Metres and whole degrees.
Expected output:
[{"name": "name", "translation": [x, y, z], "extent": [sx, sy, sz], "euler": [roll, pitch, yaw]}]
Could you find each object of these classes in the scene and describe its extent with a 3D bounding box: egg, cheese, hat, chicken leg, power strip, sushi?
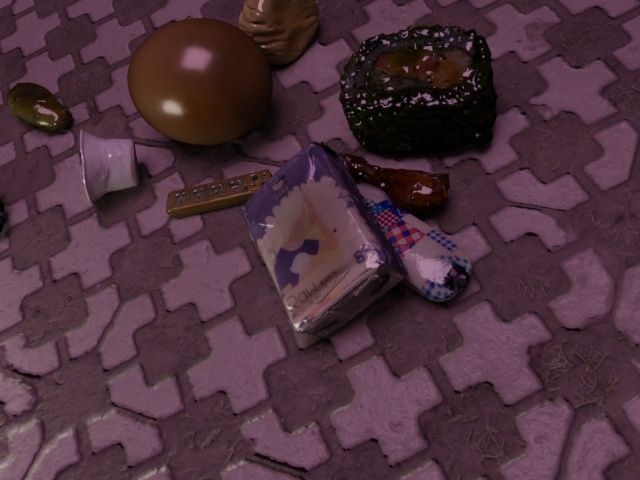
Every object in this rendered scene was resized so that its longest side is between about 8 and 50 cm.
[{"name": "egg", "translation": [-0.295, -0.383, 1.831], "extent": [0.373, 0.301, 0.301], "euler": [7, 60, 21]}, {"name": "cheese", "translation": [-0.109, -0.576, 1.959], "extent": [0.117, 0.214, 0.226], "euler": [29, 77, 35]}, {"name": "hat", "translation": [-0.516, -0.185, 1.867], "extent": [0.126, 0.203, 0.203], "euler": [-5, 55, -8]}, {"name": "chicken leg", "translation": [0.152, -0.134, 1.672], "extent": [0.113, 0.093, 0.304], "euler": [-30, 39, -35]}, {"name": "power strip", "translation": [-0.231, -0.112, 1.793], "extent": [0.305, 0.044, 0.064], "euler": [-12, 54, 9]}, {"name": "sushi", "translation": [0.224, -0.350, 1.725], "extent": [0.351, 0.178, 0.294], "euler": [1, 56, 21]}]

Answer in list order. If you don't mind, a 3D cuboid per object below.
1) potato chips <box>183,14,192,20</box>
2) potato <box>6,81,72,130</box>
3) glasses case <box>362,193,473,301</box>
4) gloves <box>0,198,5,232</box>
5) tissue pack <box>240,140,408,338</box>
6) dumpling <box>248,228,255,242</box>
[{"name": "potato chips", "translation": [-0.413, -0.554, 2.150], "extent": [0.092, 0.028, 0.207], "euler": [33, 74, 31]}, {"name": "potato", "translation": [-0.783, -0.369, 2.104], "extent": [0.225, 0.090, 0.117], "euler": [31, 65, 24]}, {"name": "glasses case", "translation": [0.168, 0.008, 1.570], "extent": [0.125, 0.076, 0.327], "euler": [-45, 56, -13]}, {"name": "gloves", "translation": [-0.875, -0.074, 1.951], "extent": [0.129, 0.106, 0.181], "euler": [-25, 26, -2]}, {"name": "tissue pack", "translation": [0.000, 0.000, 1.550], "extent": [0.242, 0.125, 0.344], "euler": [-40, 58, 20]}, {"name": "dumpling", "translation": [-0.139, -0.020, 1.695], "extent": [0.043, 0.059, 0.077], "euler": [-11, 58, -3]}]
